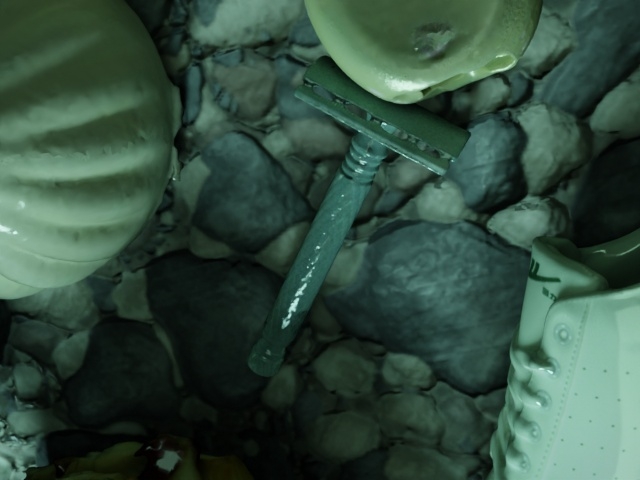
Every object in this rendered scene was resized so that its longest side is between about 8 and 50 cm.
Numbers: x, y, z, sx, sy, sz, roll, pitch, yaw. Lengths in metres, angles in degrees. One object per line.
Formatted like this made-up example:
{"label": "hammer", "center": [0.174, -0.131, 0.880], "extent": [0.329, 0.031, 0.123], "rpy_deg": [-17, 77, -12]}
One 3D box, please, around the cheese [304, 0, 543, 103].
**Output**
{"label": "cheese", "center": [0.041, -0.194, 0.523], "extent": [0.137, 0.064, 0.227], "rpy_deg": [-22, 87, 13]}

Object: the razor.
{"label": "razor", "center": [0.000, 0.000, 0.612], "extent": [0.106, 0.068, 0.232], "rpy_deg": [30, 120, 5]}

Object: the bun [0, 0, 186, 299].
{"label": "bun", "center": [-0.242, -0.069, 0.590], "extent": [0.263, 0.175, 0.263], "rpy_deg": [5, 109, 16]}

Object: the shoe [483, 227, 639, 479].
{"label": "shoe", "center": [0.163, 0.087, 0.552], "extent": [0.160, 0.132, 0.363], "rpy_deg": [40, 109, 0]}

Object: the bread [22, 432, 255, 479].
{"label": "bread", "center": [-0.109, 0.306, 0.644], "extent": [0.278, 0.167, 0.324], "rpy_deg": [-25, 101, 44]}
